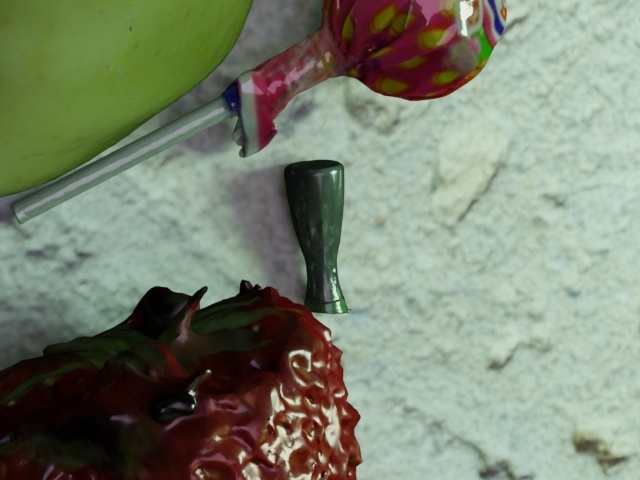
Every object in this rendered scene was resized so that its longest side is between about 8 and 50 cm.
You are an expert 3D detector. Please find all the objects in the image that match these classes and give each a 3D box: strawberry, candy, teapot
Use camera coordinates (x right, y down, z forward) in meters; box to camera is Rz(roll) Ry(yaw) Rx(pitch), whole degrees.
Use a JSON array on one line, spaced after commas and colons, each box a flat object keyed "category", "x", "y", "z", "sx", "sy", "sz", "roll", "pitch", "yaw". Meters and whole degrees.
[{"category": "strawberry", "x": -0.092, "y": 0.159, "z": 1.011, "sx": 0.261, "sy": 0.261, "sz": 0.257, "roll": -20, "pitch": 100, "yaw": -16}, {"category": "candy", "x": -0.043, "y": -0.101, "z": 1.076, "sx": 0.365, "sy": 0.124, "sz": 0.124, "roll": -28, "pitch": 107, "yaw": -5}, {"category": "teapot", "x": 0.000, "y": 0.000, "z": 1.128, "sx": 0.043, "sy": 0.043, "sz": 0.110, "roll": -10, "pitch": 104, "yaw": -18}]

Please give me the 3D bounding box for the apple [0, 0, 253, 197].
[{"category": "apple", "x": -0.196, "y": -0.196, "z": 0.863, "sx": 0.357, "sy": 0.357, "sz": 0.357, "roll": -3, "pitch": 99, "yaw": -20}]
